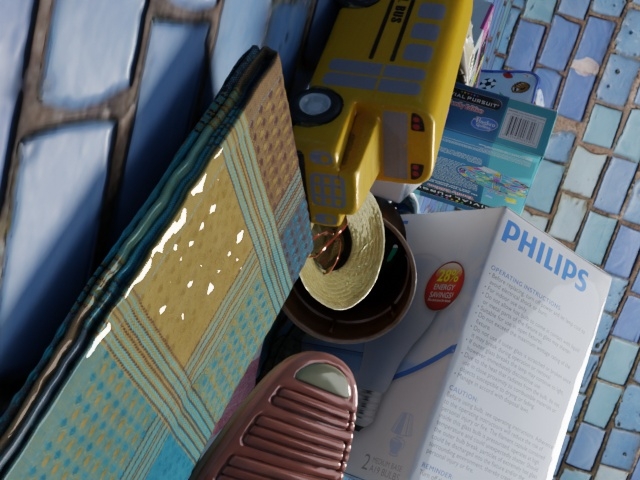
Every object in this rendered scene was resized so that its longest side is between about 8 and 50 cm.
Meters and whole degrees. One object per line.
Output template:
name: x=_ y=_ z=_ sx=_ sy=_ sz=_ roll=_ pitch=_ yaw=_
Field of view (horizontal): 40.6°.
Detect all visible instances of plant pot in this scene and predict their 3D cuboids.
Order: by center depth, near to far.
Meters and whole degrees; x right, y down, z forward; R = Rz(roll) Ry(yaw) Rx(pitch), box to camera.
plant pot: x=0.036 y=0.017 z=1.055 sx=0.165 sy=0.167 sz=0.167 roll=-64 pitch=170 yaw=-71

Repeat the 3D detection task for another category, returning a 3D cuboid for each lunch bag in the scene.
lunch bag: x=0.332 y=-0.231 z=1.830 sx=0.303 sy=0.243 sz=0.115 roll=-65 pitch=151 yaw=-31

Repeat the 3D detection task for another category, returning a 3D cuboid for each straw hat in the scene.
straw hat: x=0.000 y=0.000 z=0.902 sx=0.144 sy=0.061 sz=0.145 roll=-5 pitch=97 yaw=-49

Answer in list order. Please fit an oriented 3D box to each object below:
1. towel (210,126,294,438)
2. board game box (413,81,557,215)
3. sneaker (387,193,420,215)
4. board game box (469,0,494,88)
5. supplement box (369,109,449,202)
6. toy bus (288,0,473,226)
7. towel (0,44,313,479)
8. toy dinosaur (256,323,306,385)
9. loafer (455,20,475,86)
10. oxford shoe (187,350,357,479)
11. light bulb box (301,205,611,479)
towel: x=-0.073 y=0.050 z=0.866 sx=0.237 sy=0.037 sz=0.329 roll=-35 pitch=142 yaw=-72
board game box: x=0.224 y=-0.144 z=1.396 sx=0.336 sy=0.253 sz=0.079 roll=69 pitch=41 yaw=-73
sneaker: x=0.145 y=0.001 z=1.609 sx=0.086 sy=0.085 sz=0.237 roll=88 pitch=4 yaw=-55
board game box: x=0.226 y=-0.266 z=1.608 sx=0.303 sy=0.097 sz=0.224 roll=93 pitch=21 yaw=-56
supplement box: x=0.087 y=-0.131 z=1.131 sx=0.220 sy=0.111 sz=0.114 roll=-40 pitch=147 yaw=-69
toy bus: x=0.065 y=-0.164 z=0.864 sx=0.108 sy=0.130 sz=0.333 roll=86 pitch=18 yaw=-50
towel: x=-0.107 y=0.072 z=0.638 sx=0.271 sy=0.040 sz=0.370 roll=82 pitch=31 yaw=-56
toy dinosaur: x=-0.045 y=0.157 z=1.120 sx=0.118 sy=0.064 sz=0.268 roll=87 pitch=20 yaw=-45
loafer: x=0.196 y=-0.303 z=1.351 sx=0.269 sy=0.101 sz=0.092 roll=87 pitch=25 yaw=-46
oxford shoe: x=-0.102 y=0.270 z=0.849 sx=0.397 sy=0.140 sz=0.146 roll=-59 pitch=-153 yaw=1
light bulb box: x=0.144 y=0.164 z=1.174 sx=0.358 sy=0.225 sz=0.361 roll=-2 pitch=-118 yaw=57
